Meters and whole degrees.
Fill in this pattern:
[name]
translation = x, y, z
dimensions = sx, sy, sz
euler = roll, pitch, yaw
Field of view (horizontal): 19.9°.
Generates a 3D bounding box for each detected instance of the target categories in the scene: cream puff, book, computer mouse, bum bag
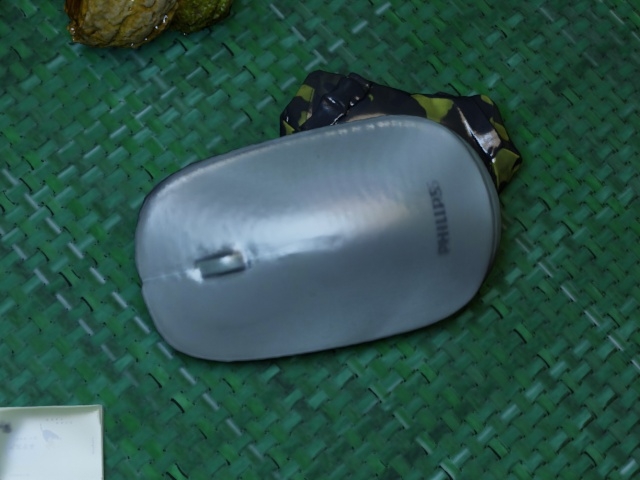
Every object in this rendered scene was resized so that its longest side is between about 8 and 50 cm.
[cream puff]
translation = -0.145, -0.266, 1.690
dimensions = 0.169, 0.183, 0.183
euler = 2, 70, -19
[book]
translation = -0.245, 0.183, 1.593
dimensions = 0.111, 0.014, 0.077
euler = -1, 71, -7
[computer mouse]
translation = 0.000, 0.000, 1.620
dimensions = 0.331, 0.095, 0.197
euler = -14, 91, -7
[bum bag]
translation = 0.076, -0.097, 1.702
dimensions = 0.232, 0.060, 0.107
euler = 8, 80, -8
